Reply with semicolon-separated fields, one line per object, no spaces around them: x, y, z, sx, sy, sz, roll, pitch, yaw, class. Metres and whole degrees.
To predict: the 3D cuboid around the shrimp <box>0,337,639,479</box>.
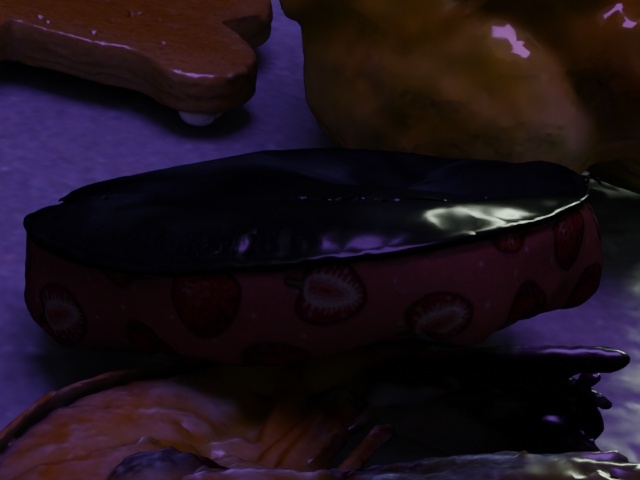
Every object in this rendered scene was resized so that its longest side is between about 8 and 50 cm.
0.044;0.077;0.578;0.289;0.075;0.178;-3;24;5;shrimp

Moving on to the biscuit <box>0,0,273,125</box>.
-0.140;-0.108;0.900;0.240;0.035;0.158;12;25;5;biscuit

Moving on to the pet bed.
0.000;0.000;0.664;0.201;0.053;0.201;-5;11;1;pet bed

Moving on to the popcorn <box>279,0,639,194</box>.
0.075;-0.108;0.808;0.190;0.191;0.253;-27;51;-28;popcorn
